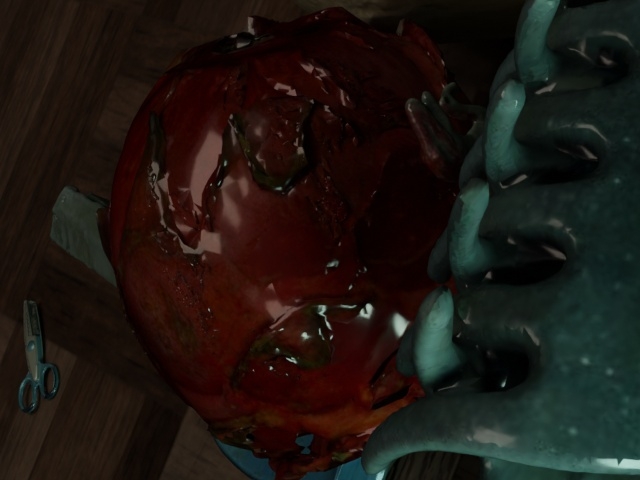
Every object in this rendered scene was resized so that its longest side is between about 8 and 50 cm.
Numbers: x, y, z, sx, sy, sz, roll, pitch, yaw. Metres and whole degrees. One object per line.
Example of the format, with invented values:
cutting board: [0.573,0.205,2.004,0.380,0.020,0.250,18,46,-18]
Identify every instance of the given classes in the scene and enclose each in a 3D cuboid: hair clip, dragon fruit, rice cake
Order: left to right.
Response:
rice cake: [-0.145,0.030,1.576,0.336,0.063,0.066,29,103,52]
dragon fruit: [0.000,0.000,1.196,0.295,0.295,0.302,5,114,52]
hair clip: [0.183,0.009,0.929,0.392,0.238,0.318,104,-174,-68]

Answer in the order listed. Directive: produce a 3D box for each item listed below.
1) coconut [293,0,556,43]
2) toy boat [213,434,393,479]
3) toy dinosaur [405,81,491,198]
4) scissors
coconut: [0.104,-0.282,1.270,0.329,0.329,0.329,-26,53,41]
toy boat: [-0.016,0.157,1.358,0.185,0.077,0.075,12,80,43]
toy dinosaur: [0.144,0.004,1.103,0.053,0.167,0.242,-20,96,38]
scissors: [-0.277,0.108,1.735,0.058,0.014,0.119,-33,52,31]
